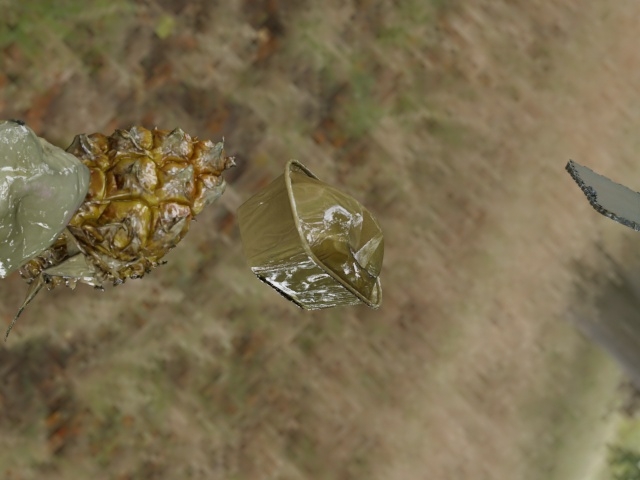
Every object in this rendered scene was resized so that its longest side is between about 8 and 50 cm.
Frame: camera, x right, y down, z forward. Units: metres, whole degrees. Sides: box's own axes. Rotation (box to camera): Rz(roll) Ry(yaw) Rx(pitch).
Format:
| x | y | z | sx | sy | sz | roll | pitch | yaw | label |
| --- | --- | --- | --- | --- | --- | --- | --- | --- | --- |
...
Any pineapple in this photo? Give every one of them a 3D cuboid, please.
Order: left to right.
| x | y | z | sx | sy | sz | roll | pitch | yaw | label |
| --- | --- | --- | --- | --- | --- | --- | --- | --- | --- |
| -0.272 | -0.035 | 2.084 | 0.334 | 0.158 | 0.161 | -23 | 129 | 9 | pineapple |

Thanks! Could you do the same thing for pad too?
| x | y | z | sx | sy | sz | roll | pitch | yaw | label |
| --- | --- | --- | --- | --- | --- | --- | --- | --- | --- |
| 0.350 | 0.002 | 1.522 | 0.270 | 0.269 | 0.012 | -76 | -170 | -78 | pad |

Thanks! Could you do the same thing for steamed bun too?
| x | y | z | sx | sy | sz | roll | pitch | yaw | label |
| --- | --- | --- | --- | --- | --- | --- | --- | --- | --- |
| -0.439 | -0.055 | 1.923 | 0.275 | 0.320 | 0.206 | 60 | 52 | -80 | steamed bun |

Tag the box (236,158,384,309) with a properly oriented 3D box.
| x | y | z | sx | sy | sz | roll | pitch | yaw | label |
| --- | --- | --- | --- | --- | --- | --- | --- | --- | --- |
| 0.000 | 0.000 | 1.530 | 0.111 | 0.111 | 0.177 | -45 | 147 | 3 | box |
